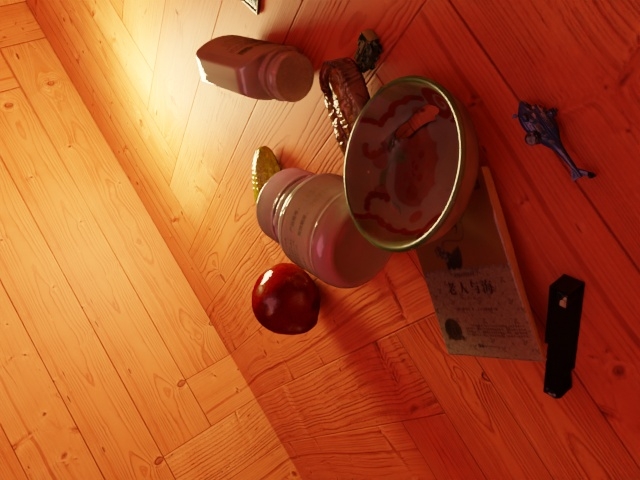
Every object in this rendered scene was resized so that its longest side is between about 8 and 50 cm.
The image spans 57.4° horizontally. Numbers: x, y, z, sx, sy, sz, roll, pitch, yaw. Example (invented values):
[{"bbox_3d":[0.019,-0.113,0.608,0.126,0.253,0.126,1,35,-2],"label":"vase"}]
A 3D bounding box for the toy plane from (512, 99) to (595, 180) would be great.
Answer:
[{"bbox_3d":[0.368,-0.159,0.921,0.062,0.054,0.167,-41,76,35],"label":"toy plane"}]

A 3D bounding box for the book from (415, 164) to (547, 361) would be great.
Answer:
[{"bbox_3d":[0.296,0.058,1.186,0.269,0.032,0.388,-15,94,61],"label":"book"}]

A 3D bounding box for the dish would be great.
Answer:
[{"bbox_3d":[0.188,-0.138,1.109,0.324,0.124,0.323,-6,83,55],"label":"dish"}]

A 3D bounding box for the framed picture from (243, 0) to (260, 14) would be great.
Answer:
[{"bbox_3d":[-0.191,-0.646,1.450,0.149,0.011,0.109,48,148,25],"label":"framed picture"}]

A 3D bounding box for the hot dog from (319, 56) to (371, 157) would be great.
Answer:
[{"bbox_3d":[0.067,-0.262,1.262,0.144,0.075,0.267,24,142,63],"label":"hot dog"}]

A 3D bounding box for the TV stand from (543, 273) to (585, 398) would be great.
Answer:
[{"bbox_3d":[0.445,0.183,1.079,0.040,0.049,0.256,28,136,45],"label":"TV stand"}]

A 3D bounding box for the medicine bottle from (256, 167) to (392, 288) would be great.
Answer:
[{"bbox_3d":[0.007,-0.043,1.399,0.302,0.241,0.241,29,137,45],"label":"medicine bottle"}]

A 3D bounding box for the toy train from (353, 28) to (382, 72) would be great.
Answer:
[{"bbox_3d":[0.094,-0.382,1.188,0.053,0.033,0.083,58,152,18],"label":"toy train"}]

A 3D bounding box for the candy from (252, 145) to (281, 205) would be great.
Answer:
[{"bbox_3d":[-0.155,-0.178,1.709,0.106,0.094,0.198,23,127,57],"label":"candy"}]

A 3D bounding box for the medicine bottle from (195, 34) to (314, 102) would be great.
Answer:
[{"bbox_3d":[-0.154,-0.417,1.410,0.324,0.179,0.124,27,135,45],"label":"medicine bottle"}]

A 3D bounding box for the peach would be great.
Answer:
[{"bbox_3d":[-0.104,0.189,1.825,0.244,0.200,0.243,29,137,30],"label":"peach"}]
